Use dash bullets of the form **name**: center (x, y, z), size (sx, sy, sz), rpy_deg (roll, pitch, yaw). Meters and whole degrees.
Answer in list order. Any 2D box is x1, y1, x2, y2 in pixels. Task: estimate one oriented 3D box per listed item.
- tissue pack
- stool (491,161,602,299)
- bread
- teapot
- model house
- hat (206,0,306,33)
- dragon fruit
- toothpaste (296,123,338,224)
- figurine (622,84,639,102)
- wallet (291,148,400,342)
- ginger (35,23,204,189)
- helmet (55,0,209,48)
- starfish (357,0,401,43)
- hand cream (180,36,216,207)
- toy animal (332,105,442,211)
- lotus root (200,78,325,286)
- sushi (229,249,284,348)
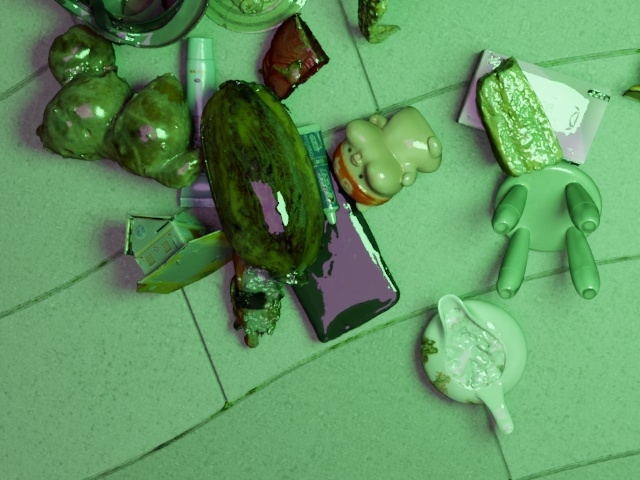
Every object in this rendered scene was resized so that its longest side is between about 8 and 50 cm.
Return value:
- **tissue pack**: center (0.391, -0.245, 1.542), size (0.247, 0.092, 0.148), rpy_deg (19, 101, 2)
- **stool**: center (0.409, -0.014, 1.494), size (0.195, 0.198, 0.195), rpy_deg (-1, 125, 16)
- **bread**: center (0.333, -0.210, 1.438), size (0.102, 0.138, 0.196), rpy_deg (-24, 101, 8)
- **teapot**: center (0.302, 0.228, 1.599), size (0.204, 0.139, 0.298), rpy_deg (-31, 94, 6)
- **model house**: center (-0.269, -0.005, 1.611), size (0.207, 0.219, 0.135), rpy_deg (-38, 74, 18)
- **hat**: center (-0.137, -0.515, 1.543), size (0.252, 0.110, 0.251), rpy_deg (1, 99, 6)
- **dragon fruit**: center (-0.069, -0.336, 1.561), size (0.161, 0.120, 0.127), rpy_deg (-41, 87, 17)
- **toothpaste**: center (-0.002, -0.126, 1.589), size (0.057, 0.035, 0.197), rpy_deg (-15, 89, -13)
- **figurine**: center (0.665, -0.359, 1.470), size (0.208, 0.181, 0.257), rpy_deg (24, 101, 42)
- **wallet**: center (0.000, 0.000, 1.633), size (0.197, 0.051, 0.377), rpy_deg (-29, 91, 7)
- **ginger**: center (-0.373, -0.230, 1.564), size (0.375, 0.176, 0.256), rpy_deg (30, 94, 12)
- **helmet**: center (-0.338, -0.502, 1.520), size (0.338, 0.197, 0.270), rpy_deg (25, 107, -1)
- **starfish**: center (0.139, -0.480, 1.392), size (0.132, 0.398, 0.383), rpy_deg (1, 73, -15)
- **hand cream**: center (-0.234, -0.229, 1.628), size (0.085, 0.058, 0.331), rpy_deg (-1, 104, -8)
- **toy animal**: center (0.120, -0.159, 1.552), size (0.198, 0.171, 0.171), rpy_deg (-30, 95, 5)
- **lotus root**: center (-0.098, -0.104, 1.514), size (0.179, 0.196, 0.397), rpy_deg (-16, 88, 46)
- **sushi**: center (-0.122, 0.112, 1.639), size (0.097, 0.103, 0.226), rpy_deg (-14, 119, -31)
